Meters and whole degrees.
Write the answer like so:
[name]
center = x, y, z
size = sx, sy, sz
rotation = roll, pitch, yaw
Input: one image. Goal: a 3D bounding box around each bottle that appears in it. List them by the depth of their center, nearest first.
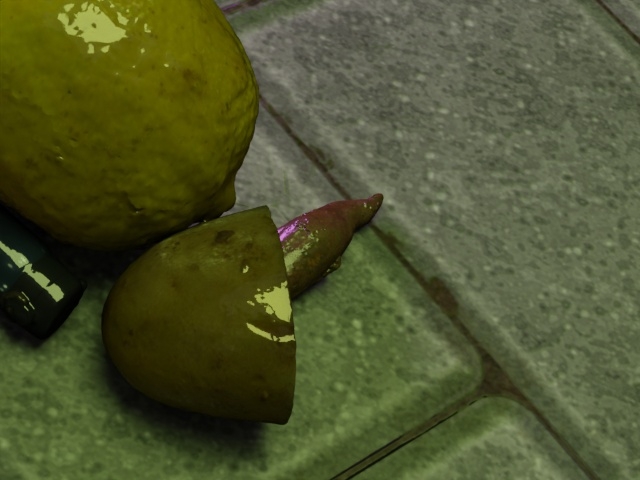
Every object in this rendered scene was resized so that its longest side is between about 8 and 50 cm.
[bottle]
center = -0.312, -0.011, 1.553
size = 0.244, 0.072, 0.082
rotation = 39, 32, 10

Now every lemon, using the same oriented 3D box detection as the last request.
[lemon]
center = -0.199, -0.135, 1.565
size = 0.322, 0.268, 0.268
rotation = 54, 46, -17

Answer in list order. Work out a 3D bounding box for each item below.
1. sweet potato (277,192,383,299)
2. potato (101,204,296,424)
[sweet potato]
center = 0.001, -0.003, 1.690
size = 0.068, 0.068, 0.226
rotation = 40, 48, 11
[potato]
center = -0.109, 0.072, 1.522
size = 0.158, 0.178, 0.203
rotation = -6, 62, -12
